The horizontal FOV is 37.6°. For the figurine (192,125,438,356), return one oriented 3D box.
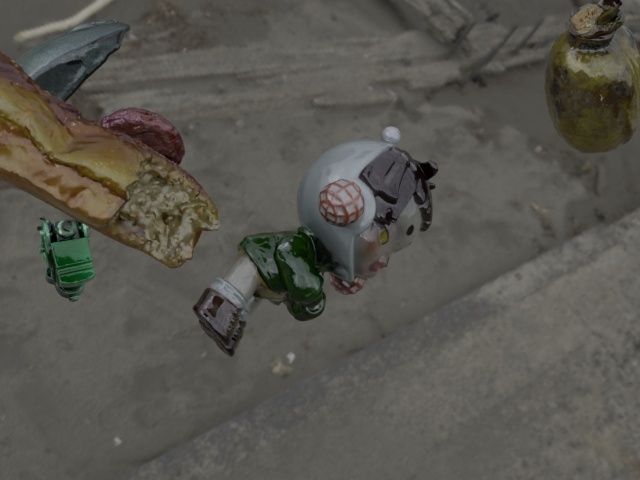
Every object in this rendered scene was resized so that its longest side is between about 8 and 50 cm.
[{"bbox_3d":[0.000,0.000,1.206,0.370,0.281,0.167,-40,70,-13],"label":"figurine"}]

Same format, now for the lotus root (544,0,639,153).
[{"bbox_3d":[0.402,-0.246,1.383,0.154,0.278,0.154,-10,50,12],"label":"lotus root"}]

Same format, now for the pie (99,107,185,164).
[{"bbox_3d":[-0.291,-0.149,1.512,0.154,0.154,0.036,20,44,-19],"label":"pie"}]

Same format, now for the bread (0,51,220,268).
[{"bbox_3d":[-0.265,-0.098,0.876,0.380,0.185,0.109,32,83,-11],"label":"bread"}]

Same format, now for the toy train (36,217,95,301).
[{"bbox_3d":[-0.352,0.025,1.314,0.071,0.178,0.105,-13,80,-20],"label":"toy train"}]

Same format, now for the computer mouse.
[{"bbox_3d":[-0.525,-0.308,1.780,0.114,0.374,0.203,45,0,-21],"label":"computer mouse"}]
